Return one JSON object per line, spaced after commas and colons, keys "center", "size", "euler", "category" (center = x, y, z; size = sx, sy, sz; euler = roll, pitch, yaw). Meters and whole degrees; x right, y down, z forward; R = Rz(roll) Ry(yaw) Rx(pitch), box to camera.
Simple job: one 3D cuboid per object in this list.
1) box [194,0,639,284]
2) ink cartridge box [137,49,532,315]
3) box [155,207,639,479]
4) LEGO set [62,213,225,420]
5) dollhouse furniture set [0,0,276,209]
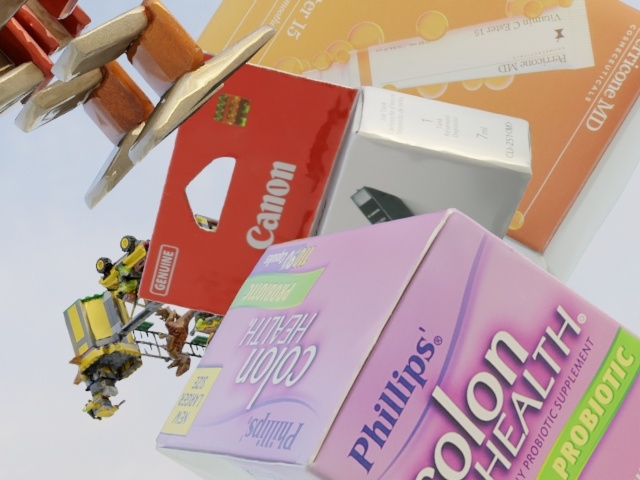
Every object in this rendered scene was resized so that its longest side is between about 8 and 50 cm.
{"center": [0.100, -0.138, 1.453], "size": [0.215, 0.345, 0.168], "euler": [-58, -17, -6], "category": "box"}
{"center": [0.000, 0.000, 1.264], "size": [0.239, 0.060, 0.275], "euler": [11, -44, -7], "category": "ink cartridge box"}
{"center": [0.081, 0.105, 0.761], "size": [0.117, 0.243, 0.213], "euler": [-61, 15, -14], "category": "box"}
{"center": [-0.064, 0.123, 1.616], "size": [0.255, 0.192, 0.331], "euler": [-34, -33, 22], "category": "LEGO set"}
{"center": [-0.161, -0.154, 0.924], "size": [0.135, 0.262, 0.259], "euler": [-43, 4, -29], "category": "dollhouse furniture set"}
